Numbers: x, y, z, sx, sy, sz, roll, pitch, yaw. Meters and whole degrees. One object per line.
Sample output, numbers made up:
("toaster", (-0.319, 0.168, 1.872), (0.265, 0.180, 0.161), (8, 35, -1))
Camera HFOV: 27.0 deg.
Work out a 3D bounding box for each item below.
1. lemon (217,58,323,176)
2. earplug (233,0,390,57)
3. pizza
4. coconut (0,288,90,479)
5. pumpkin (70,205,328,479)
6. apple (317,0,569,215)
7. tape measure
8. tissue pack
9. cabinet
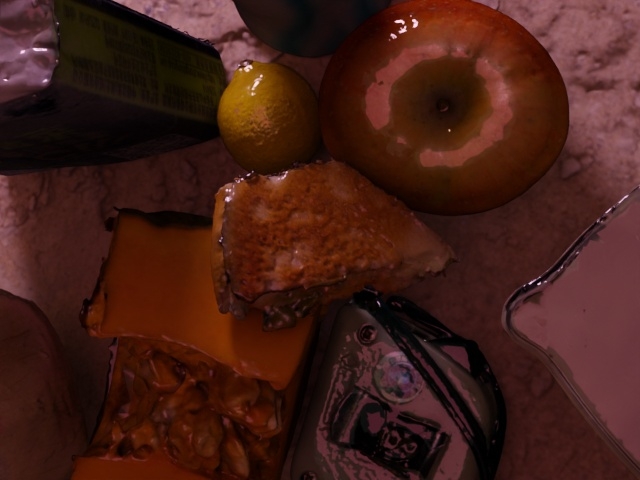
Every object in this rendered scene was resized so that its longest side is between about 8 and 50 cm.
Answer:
("lemon", (-0.052, -0.124, 1.367), (0.109, 0.109, 0.133), (-27, 96, 14))
("earplug", (-0.050, -0.288, 1.257), (0.185, 0.324, 0.185), (0, 89, 16))
("pizza", (0.000, 0.000, 1.228), (0.226, 0.069, 0.147), (-15, 72, -18))
("coconut", (-0.392, 0.179, 1.388), (0.297, 0.254, 0.297), (8, 109, 24))
("pumpkin", (-0.123, 0.124, 1.309), (0.226, 0.256, 0.303), (16, 116, 0))
("apple", (0.119, -0.127, 1.287), (0.235, 0.173, 0.210), (30, 98, 5))
("tape measure", (0.088, 0.169, 1.319), (0.207, 0.115, 0.235), (18, 94, 18))
("tissue pack", (-0.287, -0.144, 1.288), (0.288, 0.394, 0.124), (-9, 87, 17))
("cabinet", (0.344, 0.093, 1.140), (0.227, 0.318, 0.290), (-43, 79, 10))
